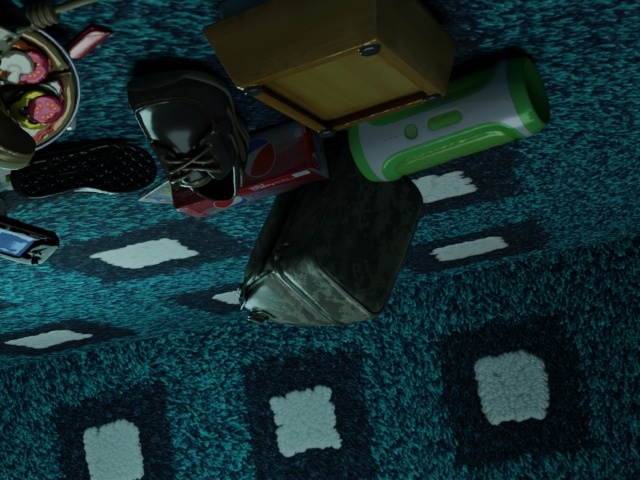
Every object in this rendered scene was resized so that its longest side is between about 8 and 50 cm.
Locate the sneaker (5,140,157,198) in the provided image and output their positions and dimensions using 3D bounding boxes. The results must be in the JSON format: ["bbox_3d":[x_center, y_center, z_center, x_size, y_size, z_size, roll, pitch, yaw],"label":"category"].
[{"bbox_3d":[-0.382,-0.116,1.628,0.234,0.084,0.097,-4,-171,-16],"label":"sneaker"}]

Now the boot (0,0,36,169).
[{"bbox_3d":[-0.372,-0.184,1.138,0.165,0.077,0.213,-38,126,21],"label":"boot"}]

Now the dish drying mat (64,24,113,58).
[{"bbox_3d":[-0.291,-0.244,1.264,0.032,0.008,0.083,3,162,-42],"label":"dish drying mat"}]

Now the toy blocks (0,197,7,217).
[{"bbox_3d":[-0.607,-0.044,1.765,0.123,0.054,0.148,-4,164,-13],"label":"toy blocks"}]

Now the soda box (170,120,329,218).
[{"bbox_3d":[-0.122,-0.117,1.699,0.263,0.092,0.083,-16,165,23],"label":"soda box"}]

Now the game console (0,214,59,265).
[{"bbox_3d":[-0.600,-0.035,1.672,0.361,0.044,0.213,19,148,-35],"label":"game console"}]

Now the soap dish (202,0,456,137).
[{"bbox_3d":[0.025,-0.234,1.280,0.228,0.118,0.291,-15,166,23],"label":"soap dish"}]

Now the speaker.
[{"bbox_3d":[0.195,-0.183,1.574,0.296,0.131,0.131,-17,164,29],"label":"speaker"}]

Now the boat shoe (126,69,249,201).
[{"bbox_3d":[-0.174,-0.143,1.486,0.132,0.130,0.355,-12,166,12],"label":"boat shoe"}]

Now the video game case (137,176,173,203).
[{"bbox_3d":[-0.269,-0.093,1.872,0.087,0.011,0.122,2,162,-39],"label":"video game case"}]

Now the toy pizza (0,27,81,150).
[{"bbox_3d":[-0.389,-0.176,1.216,0.201,0.032,0.201,-7,132,-8],"label":"toy pizza"}]

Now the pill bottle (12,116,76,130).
[{"bbox_3d":[-0.395,-0.179,1.297,0.160,0.087,0.087,-5,165,-14],"label":"pill bottle"}]

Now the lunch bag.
[{"bbox_3d":[0.000,0.000,1.788,0.212,0.305,0.256,38,146,-28],"label":"lunch bag"}]

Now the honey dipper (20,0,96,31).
[{"bbox_3d":[-0.259,-0.270,1.145,0.160,0.031,0.030,-14,165,9],"label":"honey dipper"}]
